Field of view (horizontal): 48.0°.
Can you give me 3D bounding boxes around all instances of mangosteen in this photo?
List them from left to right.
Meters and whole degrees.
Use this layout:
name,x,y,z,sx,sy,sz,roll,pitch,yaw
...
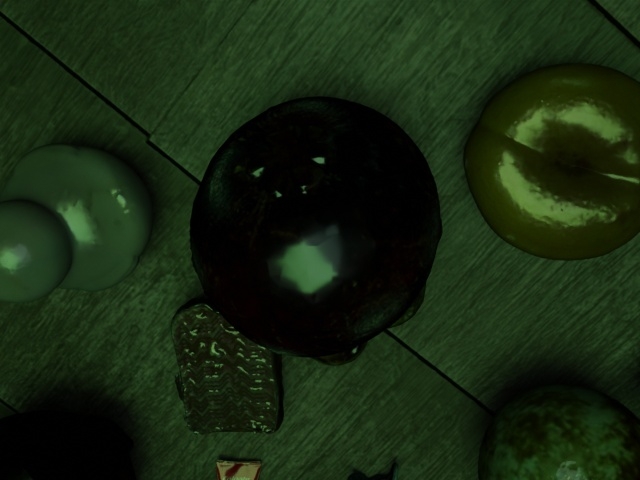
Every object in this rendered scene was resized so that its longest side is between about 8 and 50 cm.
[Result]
name,x,y,z,sx,sy,sz,roll,pitch,yaw
mangosteen,-0.003,-0.008,0.872,0.330,0.330,0.330,1,107,4

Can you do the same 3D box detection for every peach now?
name,x,y,z,sx,sy,sz,roll,pitch,yaw
peach,0.303,-0.098,0.893,0.251,0.153,0.251,-1,105,-2

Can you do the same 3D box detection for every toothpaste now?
name,x,y,z,sx,sy,sz,roll,pitch,yaw
toothpaste,-0.138,0.439,1.149,0.071,0.045,0.193,5,103,-6

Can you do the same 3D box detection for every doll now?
name,x,y,z,sx,sy,sz,roll,pitch,yaw
doll,-0.349,-0.012,0.939,0.251,0.221,0.221,-20,104,10

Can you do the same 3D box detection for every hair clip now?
name,x,y,z,sx,sy,sz,roll,pitch,yaw
hair clip,0.127,0.473,1.142,0.083,0.048,0.275,-19,110,8

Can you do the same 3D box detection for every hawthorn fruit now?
name,x,y,z,sx,sy,sz,roll,pitch,yaw
hawthorn fruit,-0.398,0.383,1.032,0.316,0.316,0.316,1,107,4

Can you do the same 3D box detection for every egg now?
name,x,y,z,sx,sy,sz,roll,pitch,yaw
egg,0.346,0.331,0.974,0.238,0.238,0.289,-34,111,14

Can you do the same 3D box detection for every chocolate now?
name,x,y,z,sx,sy,sz,roll,pitch,yaw
chocolate,-0.129,0.173,1.039,0.148,0.093,0.214,-1,108,4
